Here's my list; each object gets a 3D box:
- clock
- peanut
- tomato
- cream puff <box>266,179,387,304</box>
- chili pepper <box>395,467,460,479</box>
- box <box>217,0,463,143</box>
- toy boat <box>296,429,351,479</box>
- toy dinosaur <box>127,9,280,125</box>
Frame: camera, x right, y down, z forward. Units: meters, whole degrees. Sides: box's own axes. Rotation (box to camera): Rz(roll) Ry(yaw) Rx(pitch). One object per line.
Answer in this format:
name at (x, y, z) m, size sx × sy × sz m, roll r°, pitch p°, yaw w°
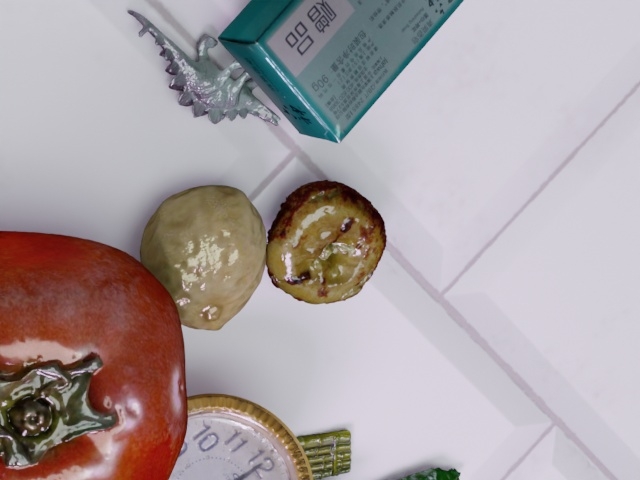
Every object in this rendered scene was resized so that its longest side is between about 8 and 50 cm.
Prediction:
clock at (-0.163, 0.314, 1.401) m, size 0.317 × 0.200 × 0.244 m, roll -37°, pitch 89°, yaw -17°
peanut at (-0.126, 0.021, 1.372) m, size 0.140 × 0.109 × 0.159 m, roll -8°, pitch 108°, yaw -5°
tomato at (-0.293, 0.136, 1.221) m, size 0.325 × 0.290 × 0.293 m, roll -6°, pitch 96°, yaw -16°
cream puff at (0.000, 0.000, 1.437) m, size 0.149 × 0.084 × 0.149 m, roll -7°, pitch 113°, yaw -18°
chili pepper at (0.088, 0.351, 1.628) m, size 0.226 × 0.059 × 0.088 m, roll -24°, pitch 144°, yaw -22°
box at (0.032, -0.242, 1.334) m, size 0.245 × 0.092 × 0.153 m, roll -49°, pitch 120°, yaw -14°
toy boat at (-0.016, 0.272, 1.568) m, size 0.115 × 0.016 × 0.063 m, roll -8°, pitch 111°, yaw -21°
toy dinosaur at (-0.125, -0.175, 1.341) m, size 0.209 × 0.039 × 0.082 m, roll 37°, pitch 93°, yaw -30°
